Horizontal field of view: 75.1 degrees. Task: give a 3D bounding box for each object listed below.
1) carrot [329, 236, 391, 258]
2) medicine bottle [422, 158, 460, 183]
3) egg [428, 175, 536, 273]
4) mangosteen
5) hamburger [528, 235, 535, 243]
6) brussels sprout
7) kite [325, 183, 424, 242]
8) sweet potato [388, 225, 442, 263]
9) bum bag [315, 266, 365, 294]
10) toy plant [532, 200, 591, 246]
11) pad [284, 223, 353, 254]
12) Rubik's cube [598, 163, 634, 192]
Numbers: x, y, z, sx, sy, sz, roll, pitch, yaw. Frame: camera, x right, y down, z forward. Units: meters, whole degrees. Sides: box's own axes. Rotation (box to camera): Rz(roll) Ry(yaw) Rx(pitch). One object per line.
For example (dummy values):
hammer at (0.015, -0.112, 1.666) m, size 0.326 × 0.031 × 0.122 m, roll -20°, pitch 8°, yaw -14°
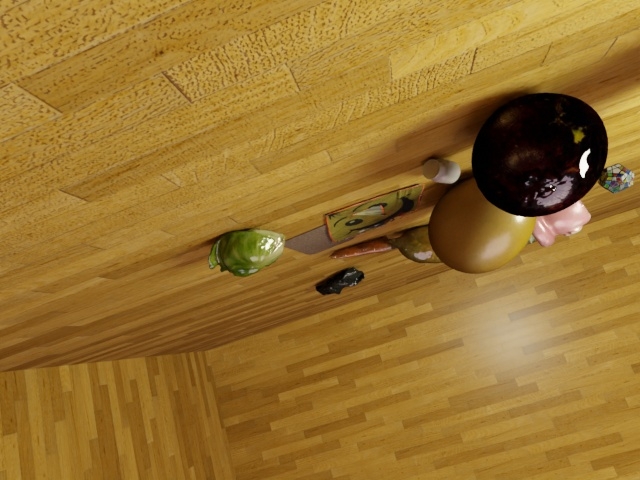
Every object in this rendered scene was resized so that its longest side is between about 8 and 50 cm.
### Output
carrot at (0.136, 0.035, 1.474) m, size 0.224 × 0.057 × 0.057 m, roll -12°, pitch 164°, yaw -7°
medicine bottle at (0.271, -0.156, 0.933) m, size 0.089 × 0.052 × 0.052 m, roll -3°, pitch 159°, yaw -44°
egg at (0.433, -0.047, 1.127) m, size 0.249 × 0.250 × 0.323 m, roll -11°, pitch 153°, yaw -21°
mangosteen at (0.403, -0.171, 0.786) m, size 0.228 × 0.228 × 0.266 m, roll -30°, pitch -158°, yaw 38°
hamburger at (0.979, -0.044, 1.982) m, size 0.062 × 0.133 × 0.140 m, roll -17°, pitch 159°, yaw 31°
brussels sprout at (-0.175, 0.026, 1.013) m, size 0.180 × 0.101 × 0.139 m, roll -1°, pitch 149°, yaw 3°
kite at (0.134, -0.068, 1.165) m, size 0.327 × 0.013 × 0.377 m, roll -3°, pitch 159°, yaw -43°
sweet potato at (0.413, 0.012, 1.509) m, size 0.369 × 0.158 × 0.158 m, roll -12°, pitch 164°, yaw -23°
bum bag at (0.093, 0.203, 1.957) m, size 0.142 × 0.080 × 0.326 m, roll -3°, pitch 160°, yaw -33°
toy plant at (0.710, -0.065, 1.434) m, size 0.356 × 0.211 × 0.317 m, roll -27°, pitch 172°, yaw 31°
pad at (0.000, 0.000, 1.278) m, size 0.176 × 0.002 × 0.266 m, roll -22°, pitch 164°, yaw 15°
Rubik's cube at (1.079, -0.225, 1.519) m, size 0.111 × 0.111 × 0.093 m, roll -22°, pitch 140°, yaw 15°
